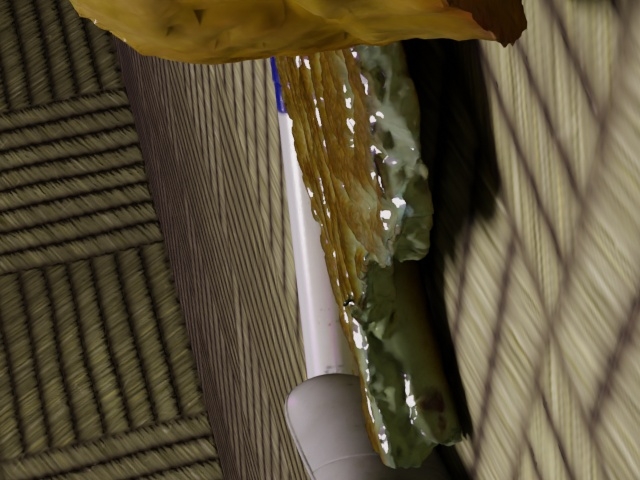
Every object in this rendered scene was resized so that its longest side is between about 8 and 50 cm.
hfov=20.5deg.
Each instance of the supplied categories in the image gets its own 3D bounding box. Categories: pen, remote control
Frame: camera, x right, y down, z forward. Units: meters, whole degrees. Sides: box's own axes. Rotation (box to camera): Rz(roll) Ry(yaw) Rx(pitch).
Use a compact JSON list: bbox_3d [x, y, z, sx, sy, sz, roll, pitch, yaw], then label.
[{"bbox_3d":[0.000,0.000,0.946,0.033,0.033,0.269,-125,27,-71],"label":"pen"},{"bbox_3d":[0.036,0.112,0.831,0.044,0.073,0.229,-64,19,10],"label":"remote control"}]

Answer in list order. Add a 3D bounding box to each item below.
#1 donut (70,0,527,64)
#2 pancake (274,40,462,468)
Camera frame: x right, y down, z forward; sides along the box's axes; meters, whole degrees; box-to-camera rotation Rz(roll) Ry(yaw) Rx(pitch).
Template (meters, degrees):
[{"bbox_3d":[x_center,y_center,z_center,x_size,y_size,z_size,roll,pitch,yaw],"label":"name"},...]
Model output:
[{"bbox_3d":[-0.033,-0.172,0.469,0.277,0.109,0.277,-14,-90,-73],"label":"donut"},{"bbox_3d":[0.021,-0.062,0.704,0.197,0.054,0.376,-110,9,-51],"label":"pancake"}]
